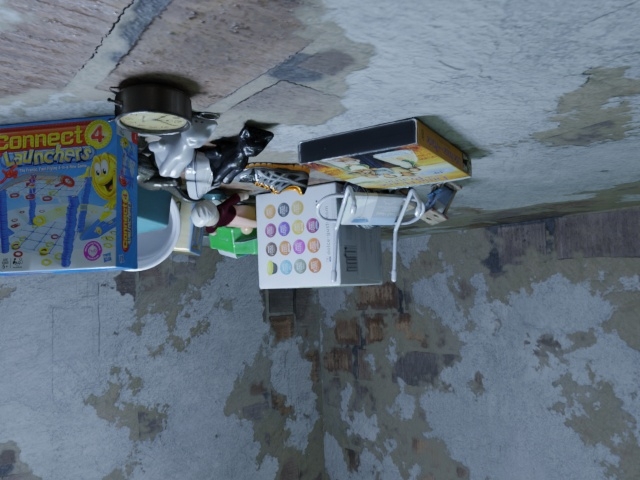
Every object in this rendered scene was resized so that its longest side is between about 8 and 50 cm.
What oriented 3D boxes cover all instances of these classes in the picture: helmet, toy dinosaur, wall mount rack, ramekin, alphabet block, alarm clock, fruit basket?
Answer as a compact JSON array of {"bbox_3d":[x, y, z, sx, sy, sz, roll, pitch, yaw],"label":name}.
[{"bbox_3d":[0.145,-0.121,1.722,0.169,0.170,0.161,-5,-174,28],"label":"helmet"},{"bbox_3d":[-0.422,-0.168,1.277,0.313,0.121,0.160,9,176,-38],"label":"toy dinosaur"},{"bbox_3d":[0.154,-0.021,1.615,0.349,0.131,0.304,1,133,-15],"label":"wall mount rack"},{"bbox_3d":[-0.559,-0.051,1.622,0.277,0.278,0.135,-1,-178,-11],"label":"ramekin"},{"bbox_3d":[-0.516,-0.054,1.852,0.197,0.193,0.193,7,172,0],"label":"alphabet block"},{"bbox_3d":[-0.274,-0.230,0.948,0.191,0.064,0.129,3,173,-21],"label":"alarm clock"},{"bbox_3d":[-0.280,-0.032,2.288,0.352,0.166,0.327,-9,-167,-43],"label":"fruit basket"}]

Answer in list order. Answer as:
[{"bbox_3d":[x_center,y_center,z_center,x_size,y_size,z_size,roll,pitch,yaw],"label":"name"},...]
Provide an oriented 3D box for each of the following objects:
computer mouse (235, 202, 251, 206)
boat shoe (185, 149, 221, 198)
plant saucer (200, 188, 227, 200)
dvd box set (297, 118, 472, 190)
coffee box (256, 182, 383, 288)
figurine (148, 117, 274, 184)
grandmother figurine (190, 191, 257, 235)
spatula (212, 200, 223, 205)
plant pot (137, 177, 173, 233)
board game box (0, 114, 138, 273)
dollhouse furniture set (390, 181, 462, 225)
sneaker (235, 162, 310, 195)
[{"bbox_3d":[-0.303,-0.120,2.099,0.106,0.042,0.192,-6,173,43],"label":"computer mouse"},{"bbox_3d":[-0.301,-0.171,1.408,0.088,0.096,0.267,3,165,-9],"label":"boat shoe"},{"bbox_3d":[-0.376,-0.156,1.824,0.119,0.021,0.119,-2,174,0],"label":"plant saucer"},{"bbox_3d":[0.181,-0.203,1.378,0.307,0.062,0.420,-5,173,30],"label":"dvd box set"},{"bbox_3d":[0.000,0.000,1.937,0.334,0.338,0.338,-5,175,31],"label":"coffee box"},{"bbox_3d":[-0.237,-0.206,1.165,0.214,0.093,0.209,3,164,-36],"label":"figurine"},{"bbox_3d":[-0.319,-0.087,1.845,0.104,0.208,0.342,39,-164,18],"label":"grandmother figurine"},{"bbox_3d":[-0.385,-0.112,2.015,0.168,0.019,0.242,-12,154,36],"label":"spatula"},{"bbox_3d":[-0.531,-0.129,1.395,0.165,0.166,0.234,-8,164,43],"label":"plant pot"},{"bbox_3d":[-0.534,-0.085,1.095,0.308,0.302,0.086,-3,174,8],"label":"board game box"},{"bbox_3d":[0.343,-0.156,1.777,0.183,0.129,0.129,29,169,-7],"label":"dollhouse furniture set"},{"bbox_3d":[-0.133,-0.169,1.499,0.214,0.083,0.084,0,175,-7],"label":"sneaker"}]
